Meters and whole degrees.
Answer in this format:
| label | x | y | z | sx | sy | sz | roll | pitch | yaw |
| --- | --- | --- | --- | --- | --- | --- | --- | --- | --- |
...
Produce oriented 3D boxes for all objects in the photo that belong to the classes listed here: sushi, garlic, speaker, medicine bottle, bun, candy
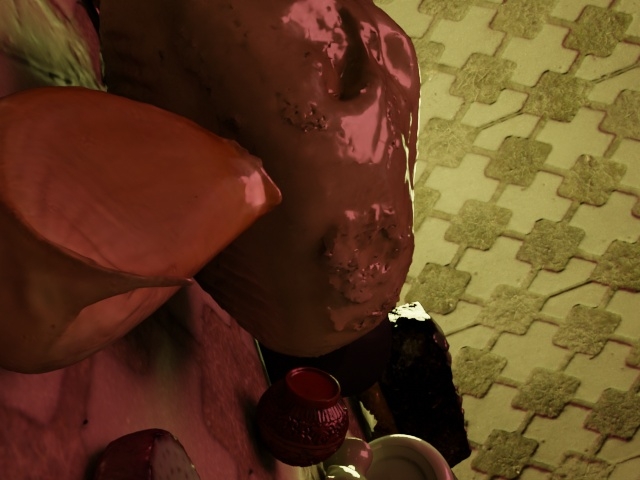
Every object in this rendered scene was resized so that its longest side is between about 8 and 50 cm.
| label | x | y | z | sx | sy | sz | roll | pitch | yaw |
| --- | --- | --- | --- | --- | --- | --- | --- | --- | --- |
| sushi | 0.167 | 0.296 | 1.570 | 0.234 | 0.207 | 0.348 | -140 | -148 | -79 |
| garlic | -0.116 | -0.008 | 0.418 | 0.245 | 0.164 | 0.145 | -67 | 153 | -73 |
| speaker | 0.000 | 0.000 | 1.030 | 0.180 | 0.184 | 0.388 | 5 | 61 | -56 |
| medicine bottle | 0.139 | 0.397 | 1.166 | 0.288 | 0.157 | 0.157 | 59 | 11 | -56 |
| bun | -0.042 | -0.083 | 0.685 | 0.362 | 0.234 | 0.326 | 63 | -28 | 4 |
| candy | -0.100 | 0.167 | 0.487 | 0.103 | 0.043 | 0.103 | -22 | 90 | -83 |

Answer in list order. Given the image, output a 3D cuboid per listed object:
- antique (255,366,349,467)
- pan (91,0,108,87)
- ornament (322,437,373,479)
| label | x | y | z | sx | sy | sz | roll | pitch | yaw |
| --- | --- | --- | --- | --- | --- | --- | --- | --- | --- |
| antique | -0.020 | 0.189 | 0.835 | 0.104 | 0.104 | 0.104 | -22 | 90 | -83 |
| pan | -0.209 | -0.235 | 0.873 | 0.128 | 0.048 | 0.202 | 52 | 18 | -70 |
| ornament | 0.033 | 0.310 | 0.981 | 0.081 | 0.075 | 0.156 | 49 | 12 | -12 |
